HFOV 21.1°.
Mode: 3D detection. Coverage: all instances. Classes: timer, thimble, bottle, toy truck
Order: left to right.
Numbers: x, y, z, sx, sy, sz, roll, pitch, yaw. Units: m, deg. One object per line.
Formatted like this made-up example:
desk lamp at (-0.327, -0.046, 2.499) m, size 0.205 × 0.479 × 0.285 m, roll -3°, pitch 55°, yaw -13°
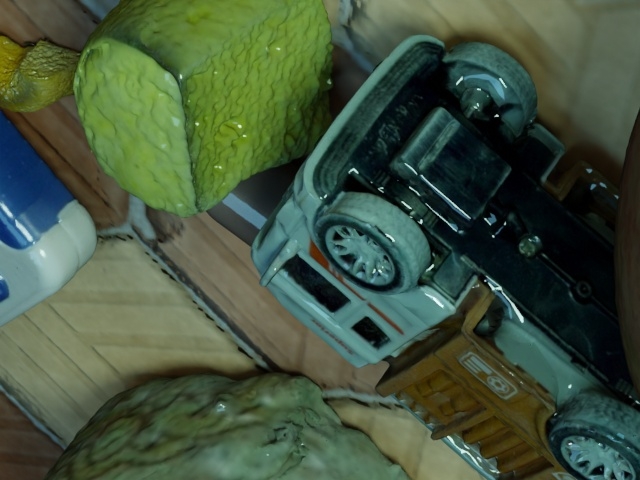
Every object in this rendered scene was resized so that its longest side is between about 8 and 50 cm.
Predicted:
timer at (-0.266, -0.015, 1.138) m, size 0.253 × 0.078 × 0.178 m, roll -27°, pitch 105°, yaw 46°
thimble at (-0.068, 0.233, 1.125) m, size 0.292 × 0.195 × 0.291 m, roll 21°, pitch 138°, yaw 20°
bottle at (0.000, 0.000, 0.967) m, size 0.140 × 0.053 × 0.053 m, roll 36°, pitch 140°, yaw 5°
toy truck at (0.109, 0.049, 0.871) m, size 0.305 × 0.136 × 0.162 m, roll 41°, pitch 149°, yaw -5°

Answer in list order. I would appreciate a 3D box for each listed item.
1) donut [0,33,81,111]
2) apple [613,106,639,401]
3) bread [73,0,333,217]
donut at (-0.185, -0.106, 1.022) m, size 0.083 × 0.038 × 0.067 m, roll 41°, pitch 143°, yaw -4°
apple at (0.260, 0.022, 0.606) m, size 0.345 × 0.269 × 0.344 m, roll 25°, pitch 135°, yaw 28°
bread at (-0.062, -0.086, 0.892) m, size 0.111 × 0.114 × 0.129 m, roll 17°, pitch 132°, yaw 34°
